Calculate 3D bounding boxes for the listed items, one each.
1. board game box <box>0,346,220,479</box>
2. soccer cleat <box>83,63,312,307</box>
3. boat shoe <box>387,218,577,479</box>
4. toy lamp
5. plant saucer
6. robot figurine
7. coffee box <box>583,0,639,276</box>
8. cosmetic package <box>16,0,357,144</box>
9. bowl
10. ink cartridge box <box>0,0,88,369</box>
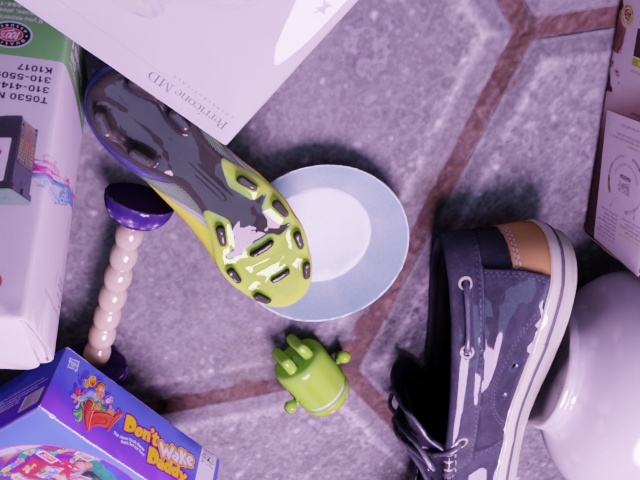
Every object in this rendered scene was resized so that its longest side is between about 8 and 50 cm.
[{"bbox_3d":[-0.324,0.281,0.764,0.347,0.078,0.233,-29,121,23],"label":"board game box"},{"bbox_3d":[-0.107,-0.053,0.648,0.093,0.121,0.289,-41,115,0],"label":"soccer cleat"},{"bbox_3d":[0.155,0.205,0.807,0.156,0.187,0.500,7,112,-8],"label":"boat shoe"},{"bbox_3d":[-0.226,0.074,0.722,0.080,0.080,0.275,17,113,-18],"label":"toy lamp"},{"bbox_3d":[0.000,0.000,0.744,0.195,0.037,0.195,-4,119,-8],"label":"plant saucer"},{"bbox_3d":[-0.010,0.166,0.814,0.101,0.067,0.115,-43,119,-14],"label":"robot figurine"},{"bbox_3d":[0.398,-0.123,0.702,0.168,0.119,0.297,-7,119,-8],"label":"coffee box"},{"bbox_3d":[-0.091,-0.237,0.514,0.224,0.138,0.224,33,125,-24],"label":"cosmetic package"},{"bbox_3d":[0.319,0.158,0.763,0.134,0.298,0.298,13,116,1],"label":"bowl"},{"bbox_3d":[-0.302,-0.052,0.519,0.201,0.278,0.117,3,155,-12],"label":"ink cartridge box"}]
